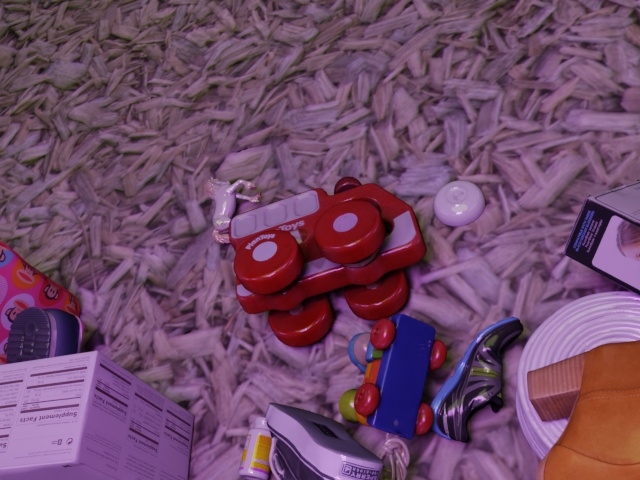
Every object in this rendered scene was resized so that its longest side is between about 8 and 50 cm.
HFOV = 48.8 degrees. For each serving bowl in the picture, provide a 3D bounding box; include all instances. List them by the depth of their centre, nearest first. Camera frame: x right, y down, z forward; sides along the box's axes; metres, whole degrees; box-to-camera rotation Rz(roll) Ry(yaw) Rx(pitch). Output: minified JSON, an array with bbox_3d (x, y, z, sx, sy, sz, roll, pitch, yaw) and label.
[{"bbox_3d":[0.219,-0.064,1.123,0.083,0.027,0.083,-10,55,15],"label":"serving bowl"}]

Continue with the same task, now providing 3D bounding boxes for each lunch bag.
[{"bbox_3d":[-0.549,0.147,1.143,0.120,0.293,0.258,13,64,24],"label":"lunch bag"}]

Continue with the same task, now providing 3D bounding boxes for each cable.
[{"bbox_3d":[0.369,0.186,0.857,0.257,0.089,0.257,-26,53,5],"label":"cable"}]

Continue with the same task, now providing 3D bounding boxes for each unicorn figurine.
[{"bbox_3d":[-0.162,-0.067,1.264,0.111,0.060,0.161,-2,55,17],"label":"unicorn figurine"}]

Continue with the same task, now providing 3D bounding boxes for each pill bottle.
[{"bbox_3d":[-0.087,0.297,1.005,0.043,0.043,0.083,-1,59,22],"label":"pill bottle"}]

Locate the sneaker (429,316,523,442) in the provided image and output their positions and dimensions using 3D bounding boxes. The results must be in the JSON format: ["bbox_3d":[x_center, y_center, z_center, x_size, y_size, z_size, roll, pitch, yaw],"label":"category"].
[{"bbox_3d":[0.218,0.186,0.943,0.078,0.067,0.188,30,78,26],"label":"sneaker"}]

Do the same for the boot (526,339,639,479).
[{"bbox_3d":[0.332,0.226,0.714,0.211,0.104,0.295,-19,44,25],"label":"boot"}]

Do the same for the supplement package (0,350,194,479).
[{"bbox_3d":[-0.333,0.281,0.981,0.204,0.262,0.145,-11,55,17],"label":"supplement package"}]

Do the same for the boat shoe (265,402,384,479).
[{"bbox_3d":[-0.010,0.279,0.876,0.306,0.113,0.104,3,74,70],"label":"boat shoe"}]

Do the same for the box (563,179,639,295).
[{"bbox_3d":[0.474,0.031,0.864,0.169,0.087,0.290,-16,39,-43],"label":"box"}]

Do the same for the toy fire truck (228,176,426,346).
[{"bbox_3d":[0.000,0.000,1.096,0.302,0.169,0.253,-20,42,9],"label":"toy fire truck"}]

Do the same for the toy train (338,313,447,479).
[{"bbox_3d":[0.070,0.228,0.940,0.143,0.105,0.248,-24,46,61],"label":"toy train"}]

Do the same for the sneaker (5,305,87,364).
[{"bbox_3d":[-0.441,0.270,1.142,0.112,0.131,0.318,7,85,23],"label":"sneaker"}]
